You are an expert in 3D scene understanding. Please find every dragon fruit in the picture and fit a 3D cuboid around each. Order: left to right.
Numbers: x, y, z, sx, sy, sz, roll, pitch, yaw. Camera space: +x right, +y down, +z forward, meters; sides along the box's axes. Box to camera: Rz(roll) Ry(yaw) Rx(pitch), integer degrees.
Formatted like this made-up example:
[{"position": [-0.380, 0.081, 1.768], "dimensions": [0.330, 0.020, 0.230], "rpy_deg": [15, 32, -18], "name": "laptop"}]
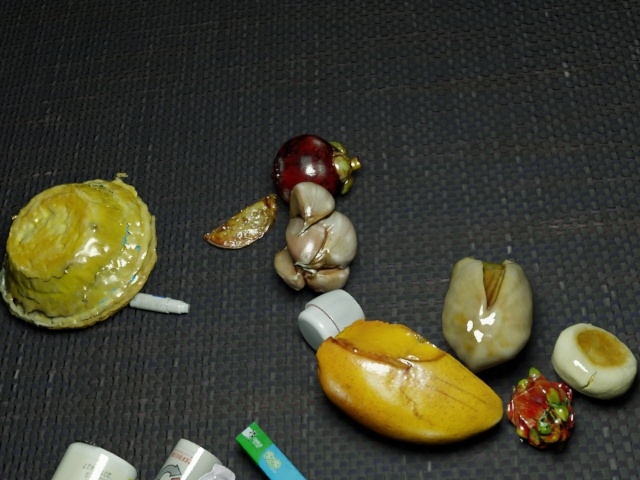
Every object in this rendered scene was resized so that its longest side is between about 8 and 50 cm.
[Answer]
[{"position": [0.412, 0.312, 1.676], "dimensions": [0.138, 0.175, 0.142], "rpy_deg": [-34, 88, -1], "name": "dragon fruit"}]

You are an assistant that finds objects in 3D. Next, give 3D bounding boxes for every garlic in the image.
[{"position": [0.000, 0.000, 1.879], "dimensions": [0.160, 0.214, 0.191], "rpy_deg": [14, 13, -19], "name": "garlic"}]

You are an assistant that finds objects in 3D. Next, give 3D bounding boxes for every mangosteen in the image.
[{"position": [-0.007, -0.148, 2.003], "dimensions": [0.200, 0.200, 0.200], "rpy_deg": [-5, 57, 7], "name": "mangosteen"}]

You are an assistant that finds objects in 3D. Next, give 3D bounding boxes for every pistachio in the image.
[{"position": [0.315, 0.138, 1.745], "dimensions": [0.166, 0.197, 0.288], "rpy_deg": [12, 28, 8], "name": "pistachio"}]

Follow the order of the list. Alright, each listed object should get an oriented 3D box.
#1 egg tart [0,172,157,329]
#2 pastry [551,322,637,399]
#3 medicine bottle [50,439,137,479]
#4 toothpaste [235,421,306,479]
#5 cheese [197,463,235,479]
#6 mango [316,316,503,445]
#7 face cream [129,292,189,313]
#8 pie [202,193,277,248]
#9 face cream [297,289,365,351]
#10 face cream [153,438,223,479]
[{"position": [-0.537, 0.007, 1.989], "dimensions": [0.388, 0.169, 0.387], "rpy_deg": [-9, 58, 15], "name": "egg tart"}, {"position": [0.499, 0.226, 1.695], "dimensions": [0.156, 0.092, 0.156], "rpy_deg": [11, 33, -8], "name": "pastry"}, {"position": [-0.447, 0.508, 1.667], "dimensions": [0.143, 0.143, 0.258], "rpy_deg": [14, 60, 18], "name": "medicine bottle"}, {"position": [-0.051, 0.448, 1.685], "dimensions": [0.050, 0.065, 0.267], "rpy_deg": [-40, 60, -13], "name": "toothpaste"}, {"position": [-0.207, 0.519, 1.633], "dimensions": [0.052, 0.135, 0.244], "rpy_deg": [-6, 55, 40], "name": "cheese"}, {"position": [0.165, 0.268, 1.707], "dimensions": [0.350, 0.201, 0.199], "rpy_deg": [23, 103, 11], "name": "mango"}, {"position": [-0.338, 0.135, 1.955], "dimensions": [0.130, 0.034, 0.034], "rpy_deg": [8, 59, 16], "name": "face cream"}, {"position": [-0.160, -0.034, 2.038], "dimensions": [0.191, 0.033, 0.088], "rpy_deg": [-33, 62, -12], "name": "pie"}, {"position": [0.021, 0.162, 1.828], "dimensions": [0.104, 0.117, 0.117], "rpy_deg": [-36, 58, -25], "name": "face cream"}, {"position": [-0.274, 0.478, 1.684], "dimensions": [0.096, 0.096, 0.214], "rpy_deg": [22, 64, 22], "name": "face cream"}]
